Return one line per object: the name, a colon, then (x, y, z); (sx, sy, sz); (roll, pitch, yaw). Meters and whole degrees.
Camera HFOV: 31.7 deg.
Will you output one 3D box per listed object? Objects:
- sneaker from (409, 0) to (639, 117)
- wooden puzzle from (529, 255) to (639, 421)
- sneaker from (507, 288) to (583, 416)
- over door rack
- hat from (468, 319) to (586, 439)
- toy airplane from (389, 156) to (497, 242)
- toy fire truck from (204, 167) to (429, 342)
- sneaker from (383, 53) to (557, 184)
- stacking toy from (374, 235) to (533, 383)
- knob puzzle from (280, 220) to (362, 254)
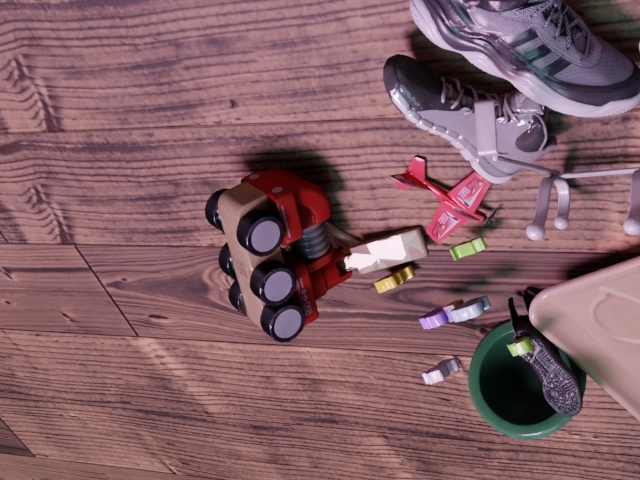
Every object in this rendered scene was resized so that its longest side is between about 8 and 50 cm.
sneaker: (0.232, -0.231, 1.149); (0.268, 0.101, 0.153); (25, 146, -1)
wooden puzzle: (0.502, 0.105, 1.467); (0.322, 0.080, 0.348); (40, 135, -23)
sneaker: (0.311, 0.155, 1.554); (0.051, 0.089, 0.170); (-33, 94, 23)
over door rack: (0.323, -0.068, 1.202); (0.239, 0.108, 0.324); (-5, 165, 26)
hat: (0.329, 0.215, 1.677); (0.208, 0.173, 0.183); (42, -173, 38)
toy airplane: (0.158, -0.057, 1.467); (0.151, 0.028, 0.151); (13, 141, 11)
toy fire truck: (0.000, 0.000, 1.538); (0.158, 0.246, 0.217); (31, 142, 50)
sneaker: (0.187, -0.162, 1.289); (0.228, 0.086, 0.132); (33, 138, -32)
stacking toy: (0.181, 0.100, 1.547); (0.221, 0.052, 0.167); (-26, 91, 54)
knob puzzle: (-0.057, 0.006, 1.653); (0.213, 0.030, 0.213); (14, 143, 11)
